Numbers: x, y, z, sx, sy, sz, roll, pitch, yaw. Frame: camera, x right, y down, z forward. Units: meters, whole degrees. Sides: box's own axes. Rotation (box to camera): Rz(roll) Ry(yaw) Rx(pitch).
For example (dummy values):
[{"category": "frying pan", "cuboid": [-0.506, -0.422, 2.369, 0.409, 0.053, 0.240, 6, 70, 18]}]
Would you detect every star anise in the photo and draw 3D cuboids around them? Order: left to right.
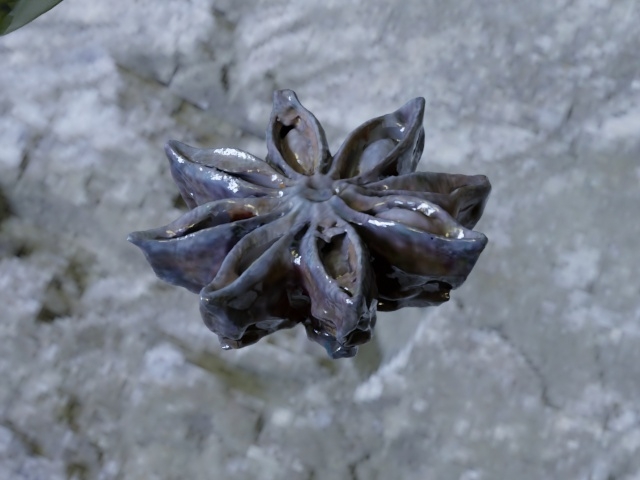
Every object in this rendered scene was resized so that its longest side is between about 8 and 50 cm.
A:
[{"category": "star anise", "cuboid": [0.001, 0.000, 1.091, 0.236, 0.223, 0.109, 4, 128, 12]}]

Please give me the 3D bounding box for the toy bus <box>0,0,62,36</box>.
[{"category": "toy bus", "cuboid": [-0.070, -0.144, 0.264, 0.150, 0.128, 0.262, 38, 133, -1]}]
